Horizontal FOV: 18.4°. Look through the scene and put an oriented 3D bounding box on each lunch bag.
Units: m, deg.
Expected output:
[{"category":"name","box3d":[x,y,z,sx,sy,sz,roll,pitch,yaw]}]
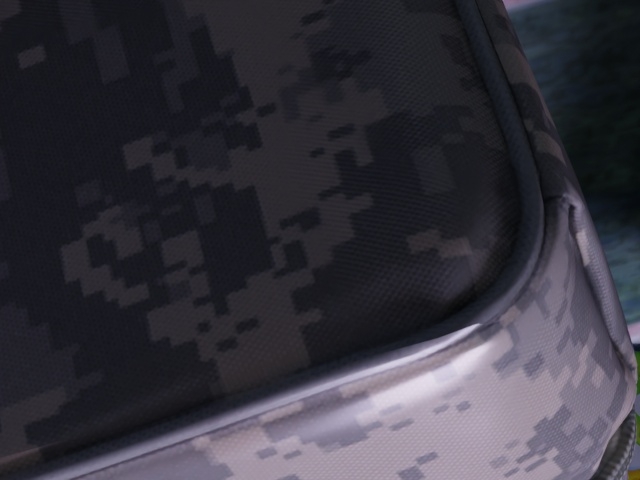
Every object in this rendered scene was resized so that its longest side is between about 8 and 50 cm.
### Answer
[{"category":"lunch bag","box3d":[-0.030,0.008,0.571,0.212,0.305,0.256,-23,142,6]}]

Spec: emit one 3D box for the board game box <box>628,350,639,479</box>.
[{"category":"board game box","box3d":[0.114,0.149,0.943,0.275,0.142,0.144,-1,140,-22]}]
